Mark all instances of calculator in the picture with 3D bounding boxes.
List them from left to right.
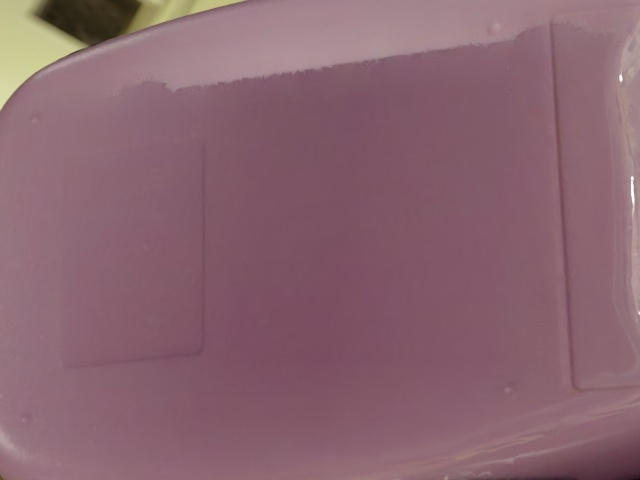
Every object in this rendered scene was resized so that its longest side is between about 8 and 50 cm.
[{"bbox_3d":[0.000,0.000,0.626,0.043,0.294,0.194,40,-134,-66],"label":"calculator"}]
